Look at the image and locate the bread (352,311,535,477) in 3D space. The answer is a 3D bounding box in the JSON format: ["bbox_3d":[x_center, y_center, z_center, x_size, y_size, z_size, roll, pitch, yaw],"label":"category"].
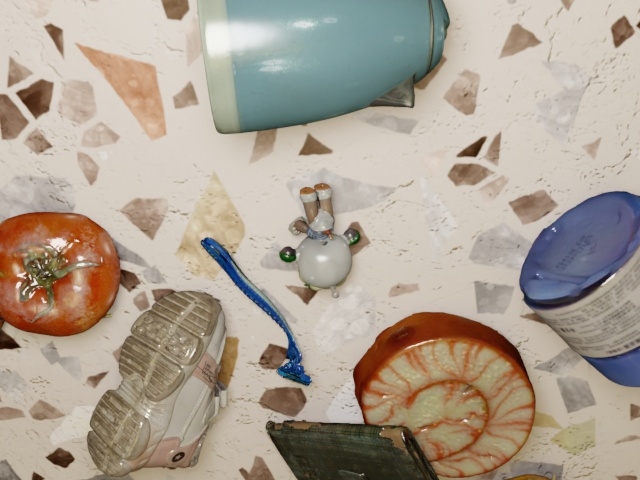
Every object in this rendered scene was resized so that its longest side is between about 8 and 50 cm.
[{"bbox_3d":[0.232,0.281,1.281,0.328,0.114,0.295,34,111,-12],"label":"bread"}]

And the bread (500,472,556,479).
[{"bbox_3d":[0.353,0.627,1.419,0.389,0.183,0.236,-25,96,18],"label":"bread"}]

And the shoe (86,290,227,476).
[{"bbox_3d":[-0.262,0.261,1.262,0.198,0.172,0.351,29,94,-50],"label":"shoe"}]

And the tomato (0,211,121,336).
[{"bbox_3d":[-0.464,0.057,1.175,0.237,0.095,0.236,0,97,1],"label":"tomato"}]

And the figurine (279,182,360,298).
[{"bbox_3d":[0.000,0.000,1.174,0.147,0.093,0.197,-15,107,-17],"label":"figurine"}]

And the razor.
[{"bbox_3d":[-0.110,0.120,1.251,0.056,0.093,0.324,-40,109,-26],"label":"razor"}]

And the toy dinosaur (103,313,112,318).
[{"bbox_3d":[-0.473,0.107,1.249,0.187,0.044,0.106,-13,99,20],"label":"toy dinosaur"}]

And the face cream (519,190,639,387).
[{"bbox_3d":[0.478,0.072,1.113,0.225,0.249,0.249,41,108,-17],"label":"face cream"}]

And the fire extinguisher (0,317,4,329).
[{"bbox_3d":[-0.615,0.176,1.270,0.050,0.062,0.177,3,130,-46],"label":"fire extinguisher"}]

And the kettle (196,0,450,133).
[{"bbox_3d":[0.005,-0.325,0.967,0.342,0.247,0.319,-8,88,-4],"label":"kettle"}]

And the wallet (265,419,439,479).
[{"bbox_3d":[0.053,0.406,1.302,0.317,0.044,0.169,-9,121,35],"label":"wallet"}]
